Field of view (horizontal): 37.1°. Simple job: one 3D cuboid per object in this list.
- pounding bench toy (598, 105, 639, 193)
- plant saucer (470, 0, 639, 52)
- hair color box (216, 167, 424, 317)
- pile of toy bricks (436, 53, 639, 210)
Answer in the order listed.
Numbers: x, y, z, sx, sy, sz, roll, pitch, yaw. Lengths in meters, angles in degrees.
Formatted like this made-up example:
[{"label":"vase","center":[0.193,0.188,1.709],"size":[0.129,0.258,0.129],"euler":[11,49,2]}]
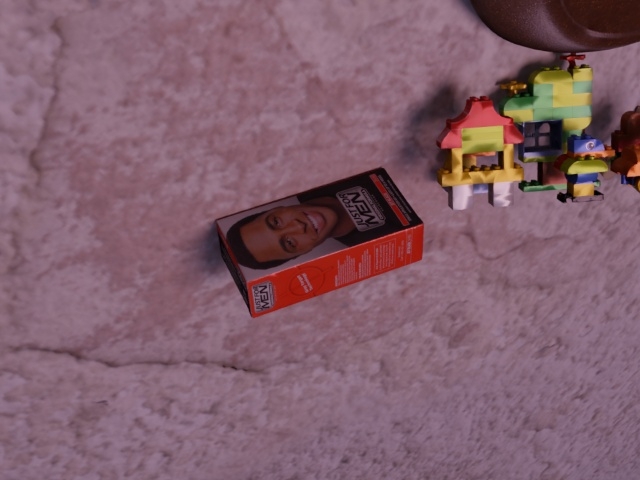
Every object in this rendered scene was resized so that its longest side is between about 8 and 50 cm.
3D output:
[{"label":"pounding bench toy","center":[0.285,-0.081,0.828],"size":[0.083,0.052,0.065],"euler":[-1,130,-30]},{"label":"plant saucer","center":[0.235,-0.234,0.613],"size":[0.310,0.050,0.310],"euler":[-23,149,-14]},{"label":"hair color box","center":[0.000,0.000,0.723],"size":[0.141,0.072,0.043],"euler":[-19,138,-14]},{"label":"pile of toy bricks","center":[0.187,-0.092,0.740],"size":[0.212,0.118,0.105],"euler":[-5,106,-6]}]
